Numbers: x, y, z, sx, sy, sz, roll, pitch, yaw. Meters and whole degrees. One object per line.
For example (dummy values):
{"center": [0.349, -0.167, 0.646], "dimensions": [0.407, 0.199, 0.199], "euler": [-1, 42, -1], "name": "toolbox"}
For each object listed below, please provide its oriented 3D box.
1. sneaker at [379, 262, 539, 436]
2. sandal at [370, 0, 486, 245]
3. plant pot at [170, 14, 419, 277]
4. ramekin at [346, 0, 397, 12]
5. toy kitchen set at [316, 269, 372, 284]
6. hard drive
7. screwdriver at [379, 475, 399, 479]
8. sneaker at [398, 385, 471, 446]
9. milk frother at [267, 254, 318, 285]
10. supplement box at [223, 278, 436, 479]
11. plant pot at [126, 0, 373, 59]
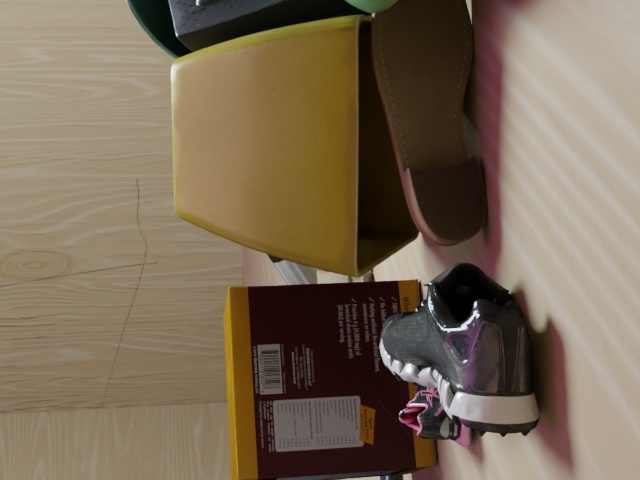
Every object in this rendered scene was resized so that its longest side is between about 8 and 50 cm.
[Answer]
{"center": [0.104, 0.066, 0.762], "dimensions": [0.234, 0.078, 0.106], "euler": [-152, 63, -76], "name": "sneaker"}
{"center": [0.080, -0.110, 0.830], "dimensions": [0.079, 0.088, 0.240], "euler": [148, 115, -73], "name": "sandal"}
{"center": [-0.022, -0.094, 0.918], "dimensions": [0.212, 0.187, 0.212], "euler": [-27, -62, -67], "name": "plant pot"}
{"center": [0.018, -0.334, 0.729], "dimensions": [0.303, 0.148, 0.303], "euler": [-166, 90, -76], "name": "ramekin"}
{"center": [0.044, 0.029, 1.287], "dimensions": [0.083, 0.075, 0.068], "euler": [11, 110, 40], "name": "toy kitchen set"}
{"center": [-0.024, -0.274, 0.960], "dimensions": [0.054, 0.255, 0.172], "euler": [64, -173, -50], "name": "hard drive"}
{"center": [0.079, 0.215, 1.152], "dimensions": [0.025, 0.024, 0.169], "euler": [-31, 48, 46], "name": "screwdriver"}
{"center": [0.095, 0.148, 0.884], "dimensions": [0.119, 0.057, 0.047], "euler": [-136, 43, -80], "name": "sneaker"}
{"center": [0.000, 0.000, 1.392], "dimensions": [0.143, 0.129, 0.134], "euler": [-15, 113, 53], "name": "milk frother"}
{"center": [0.003, 0.148, 1.029], "dimensions": [0.129, 0.194, 0.191], "euler": [114, 153, -71], "name": "supplement box"}
{"center": [-0.064, -0.300, 1.147], "dimensions": [0.235, 0.293, 0.293], "euler": [58, -150, -86], "name": "plant pot"}
